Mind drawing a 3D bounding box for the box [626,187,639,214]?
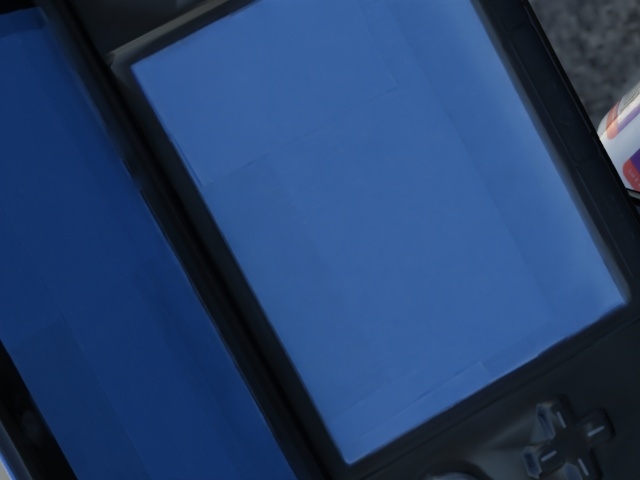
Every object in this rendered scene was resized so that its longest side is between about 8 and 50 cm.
[{"bbox_3d":[0.147,0.135,0.991,0.179,0.343,0.312,-147,73,-68],"label":"box"}]

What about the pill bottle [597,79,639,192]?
[{"bbox_3d":[0.259,-0.091,1.140,0.193,0.108,0.108,-47,63,40],"label":"pill bottle"}]

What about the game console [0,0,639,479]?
[{"bbox_3d":[0.000,0.000,0.642,0.293,0.250,0.173,62,169,-5],"label":"game console"}]
